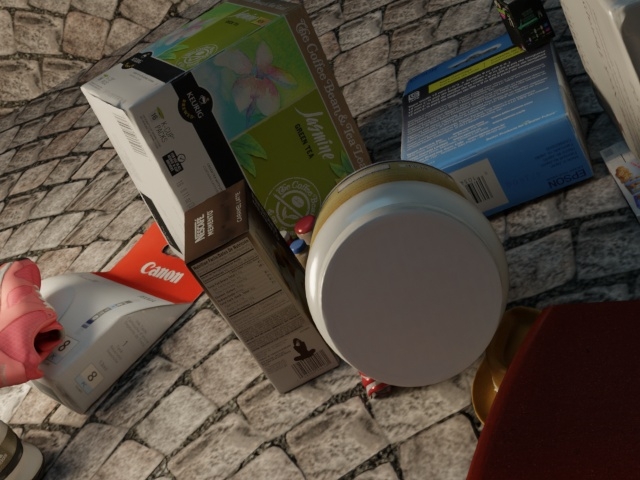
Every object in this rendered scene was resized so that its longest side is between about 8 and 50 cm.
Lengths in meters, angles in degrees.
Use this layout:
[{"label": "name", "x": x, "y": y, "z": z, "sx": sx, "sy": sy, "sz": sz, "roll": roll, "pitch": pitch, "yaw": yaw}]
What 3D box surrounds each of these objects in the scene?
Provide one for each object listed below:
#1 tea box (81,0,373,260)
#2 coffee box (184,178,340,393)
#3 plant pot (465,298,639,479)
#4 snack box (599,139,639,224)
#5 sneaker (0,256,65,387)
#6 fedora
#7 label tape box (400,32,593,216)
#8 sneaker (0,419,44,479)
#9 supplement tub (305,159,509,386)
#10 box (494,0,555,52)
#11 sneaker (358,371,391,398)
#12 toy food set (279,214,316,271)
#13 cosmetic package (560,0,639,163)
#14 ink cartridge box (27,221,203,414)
[{"label": "tea box", "x": -0.137, "y": -0.167, "z": 1.880, "sx": 0.323, "sy": 0.329, "sz": 0.220, "roll": -35, "pitch": 29, "yaw": -16}, {"label": "coffee box", "x": -0.077, "y": 0.062, "z": 1.589, "sx": 0.098, "sy": 0.246, "sz": 0.141, "roll": -27, "pitch": 29, "yaw": 9}, {"label": "plant pot", "x": 0.274, "y": 0.191, "z": 0.961, "sx": 0.267, "sy": 0.267, "sz": 0.235, "roll": -5, "pitch": 44, "yaw": 19}, {"label": "snack box", "x": 0.418, "y": -0.083, "z": 1.555, "sx": 0.064, "sy": 0.022, "sz": 0.178, "roll": -25, "pitch": 30, "yaw": 11}, {"label": "sneaker", "x": -0.457, "y": 0.134, "z": 1.852, "sx": 0.136, "sy": 0.116, "sz": 0.314, "roll": 0, "pitch": 30, "yaw": 1}, {"label": "fedora", "x": 0.242, "y": 0.132, "z": 1.346, "sx": 0.194, "sy": 0.079, "sz": 0.194, "roll": -24, "pitch": 30, "yaw": 15}, {"label": "label tape box", "x": 0.252, "y": -0.175, "z": 1.768, "sx": 0.249, "sy": 0.115, "sz": 0.347, "roll": -22, "pitch": 27, "yaw": 18}, {"label": "sneaker", "x": -0.624, "y": 0.260, "z": 1.812, "sx": 0.448, "sy": 0.257, "sz": 0.169, "roll": -1, "pitch": 43, "yaw": 44}, {"label": "supplement tub", "x": 0.098, "y": 0.033, "z": 1.398, "sx": 0.228, "sy": 0.228, "sz": 0.316, "roll": -29, "pitch": 8, "yaw": 6}, {"label": "box", "x": 0.301, "y": -0.331, "z": 1.765, "sx": 0.052, "sy": 0.083, "sz": 0.062, "roll": -31, "pitch": 28, "yaw": 0}, {"label": "sneaker", "x": 0.069, "y": 0.162, "z": 1.518, "sx": 0.042, "sy": 0.067, "sz": 0.118, "roll": -30, "pitch": -1, "yaw": 10}, {"label": "toy food set", "x": 0.000, "y": 0.000, "z": 1.752, "sx": 0.111, "sy": 0.104, "sz": 0.232, "roll": -24, "pitch": 31, "yaw": 16}, {"label": "cosmetic package", "x": 0.493, "y": -0.275, "z": 1.442, "sx": 0.327, "sy": 0.329, "sz": 0.393, "roll": -23, "pitch": 30, "yaw": 9}, {"label": "ink cartridge box", "x": -0.352, "y": 0.090, "z": 1.977, "sx": 0.385, "sy": 0.091, "sz": 0.308, "roll": -47, "pitch": 32, "yaw": -22}]
